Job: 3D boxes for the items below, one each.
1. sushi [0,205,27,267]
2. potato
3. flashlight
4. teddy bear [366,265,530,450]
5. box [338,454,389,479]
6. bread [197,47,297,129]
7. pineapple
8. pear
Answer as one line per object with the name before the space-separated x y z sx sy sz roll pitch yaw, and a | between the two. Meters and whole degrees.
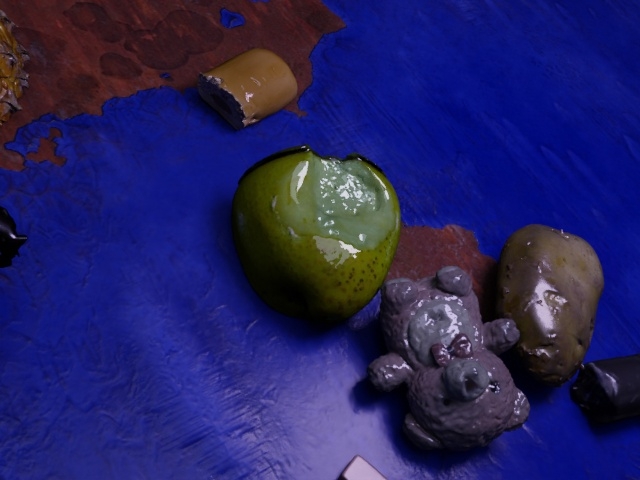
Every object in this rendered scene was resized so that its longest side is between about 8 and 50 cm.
sushi | -0.514 0.009 0.937 0.234 0.207 0.349 8 53 -32
potato | 0.371 0.101 1.210 0.191 0.141 0.296 31 50 -17
flashlight | 0.617 0.224 1.240 0.423 0.103 0.103 -5 58 -24
teddy bear | 0.184 0.175 1.090 0.235 0.151 0.267 -14 57 -2
box | 0.080 0.349 1.009 0.115 0.025 0.048 39 48 10
bread | -0.128 -0.286 1.343 0.134 0.085 0.173 41 54 11
pineapple | -0.559 -0.337 1.189 0.161 0.158 0.335 -19 64 -29
pear | 0.000 0.000 1.146 0.292 0.159 0.293 9 57 -13
